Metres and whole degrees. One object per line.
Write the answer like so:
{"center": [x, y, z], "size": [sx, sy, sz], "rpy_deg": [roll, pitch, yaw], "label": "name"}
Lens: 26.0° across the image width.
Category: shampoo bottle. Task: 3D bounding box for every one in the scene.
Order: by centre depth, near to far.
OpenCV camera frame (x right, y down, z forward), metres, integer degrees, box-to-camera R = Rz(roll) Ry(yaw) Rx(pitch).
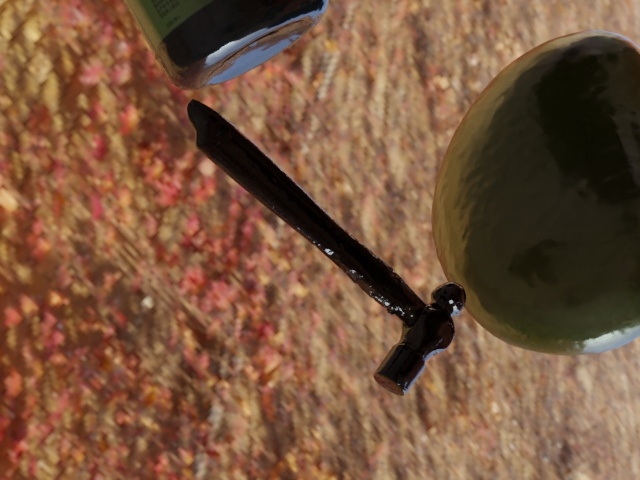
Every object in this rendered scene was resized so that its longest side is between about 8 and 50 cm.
{"center": [-0.105, -0.225, 0.766], "size": [0.101, 0.284, 0.101], "rpy_deg": [-30, 178, -1], "label": "shampoo bottle"}

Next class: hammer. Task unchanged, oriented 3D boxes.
{"center": [0.000, 0.000, 0.641], "size": [0.021, 0.178, 0.065], "rpy_deg": [0, -128, 56], "label": "hammer"}

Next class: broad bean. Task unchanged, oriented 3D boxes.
{"center": [0.159, -0.034, 0.880], "size": [0.189, 0.121, 0.263], "rpy_deg": [-16, -150, 16], "label": "broad bean"}
